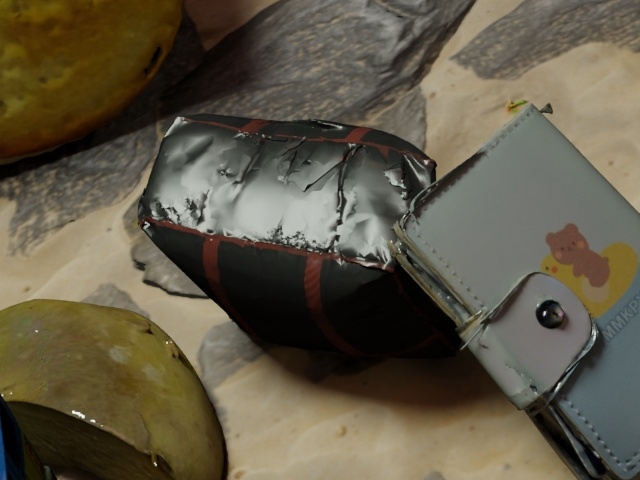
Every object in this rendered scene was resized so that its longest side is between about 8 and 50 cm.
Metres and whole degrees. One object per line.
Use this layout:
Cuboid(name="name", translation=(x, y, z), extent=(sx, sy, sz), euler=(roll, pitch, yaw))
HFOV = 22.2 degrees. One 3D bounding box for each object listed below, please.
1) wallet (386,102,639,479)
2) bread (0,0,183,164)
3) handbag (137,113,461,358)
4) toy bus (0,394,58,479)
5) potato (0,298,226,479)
Cuboid(name="wallet", translation=(0.160, 0.037, 1.063), extent=(0.231, 0.069, 0.170), euler=(48, 65, 1))
Cuboid(name="bread", translation=(-0.296, -0.235, 1.365), extent=(0.398, 0.398, 0.215), euler=(-20, 50, -2))
Cuboid(name="handbag", translation=(0.000, 0.000, 1.164), extent=(0.215, 0.169, 0.155), euler=(11, 65, 25))
Cuboid(name="toy bus", translation=(-0.318, 0.208, 1.059), extent=(0.288, 0.175, 0.138), euler=(-19, 45, 0))
Cuboid(name="potato", translation=(-0.160, 0.099, 1.173), extent=(0.243, 0.098, 0.138), euler=(12, 50, 26))
